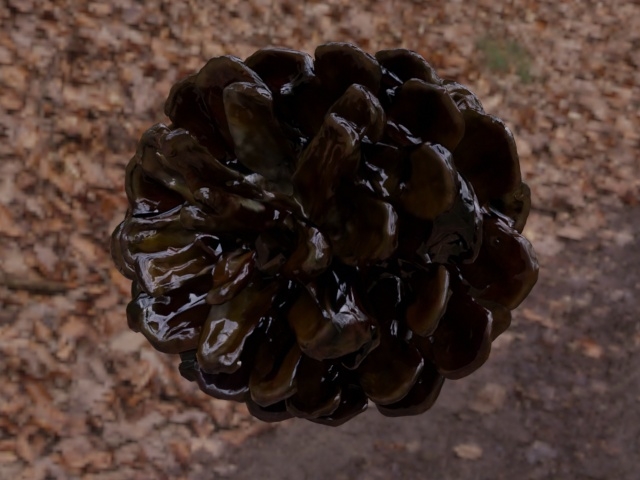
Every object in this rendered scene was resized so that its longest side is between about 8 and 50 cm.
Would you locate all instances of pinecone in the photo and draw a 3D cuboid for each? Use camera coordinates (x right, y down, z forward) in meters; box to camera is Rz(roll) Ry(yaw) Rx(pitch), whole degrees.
[{"bbox_3d":[-0.001,0.005,0.817,0.296,0.298,0.242,19,48,-49],"label":"pinecone"}]
